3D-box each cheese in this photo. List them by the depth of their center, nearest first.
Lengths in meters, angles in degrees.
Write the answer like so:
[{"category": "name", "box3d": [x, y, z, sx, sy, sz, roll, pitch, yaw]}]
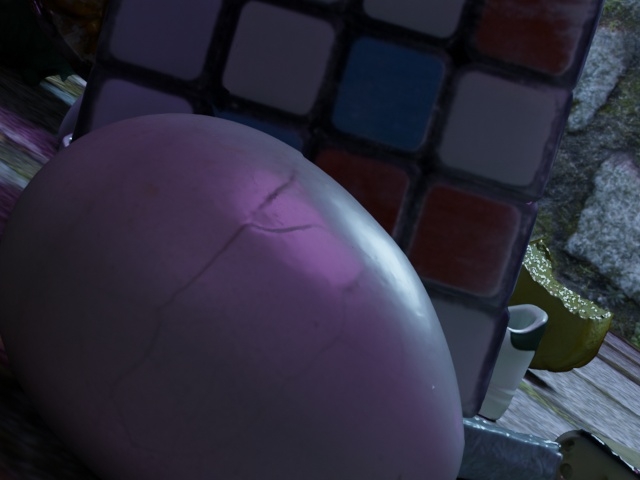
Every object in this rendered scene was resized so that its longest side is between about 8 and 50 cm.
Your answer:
[{"category": "cheese", "box3d": [0.283, 0.215, 1.127, 0.127, 0.054, 0.251, 38, 8, 34]}]

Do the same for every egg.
[{"category": "egg", "box3d": [-0.034, 0.039, 0.533, 0.209, 0.151, 0.151, 37, 8, 14]}]

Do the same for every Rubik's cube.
[{"category": "Rubik's cube", "box3d": [0.006, -0.069, 0.813, 0.258, 0.253, 0.256, 19, 8, 1]}]

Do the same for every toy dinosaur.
[{"category": "toy dinosaur", "box3d": [-0.310, -0.212, 1.271, 0.120, 0.079, 0.292, 31, 3, 31]}]

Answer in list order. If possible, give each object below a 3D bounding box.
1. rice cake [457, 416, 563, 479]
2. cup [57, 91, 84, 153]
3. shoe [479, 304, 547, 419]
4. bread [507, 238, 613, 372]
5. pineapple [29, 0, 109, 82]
[{"category": "rice cake", "box3d": [0.079, 0.125, 0.859, 0.245, 0.045, 0.042, 24, 1, -44]}, {"category": "cup", "box3d": [-0.157, -0.070, 1.075, 0.116, 0.074, 0.104, 40, 32, 11]}, {"category": "shoe", "box3d": [0.078, 0.049, 1.112, 0.265, 0.110, 0.095, 32, 8, -29]}, {"category": "bread", "box3d": [0.248, 0.086, 1.541, 0.156, 0.125, 0.086, 48, 20, 21]}, {"category": "pineapple", "box3d": [-0.116, -0.287, 1.206, 0.352, 0.300, 0.352, 53, 6, -8]}]
